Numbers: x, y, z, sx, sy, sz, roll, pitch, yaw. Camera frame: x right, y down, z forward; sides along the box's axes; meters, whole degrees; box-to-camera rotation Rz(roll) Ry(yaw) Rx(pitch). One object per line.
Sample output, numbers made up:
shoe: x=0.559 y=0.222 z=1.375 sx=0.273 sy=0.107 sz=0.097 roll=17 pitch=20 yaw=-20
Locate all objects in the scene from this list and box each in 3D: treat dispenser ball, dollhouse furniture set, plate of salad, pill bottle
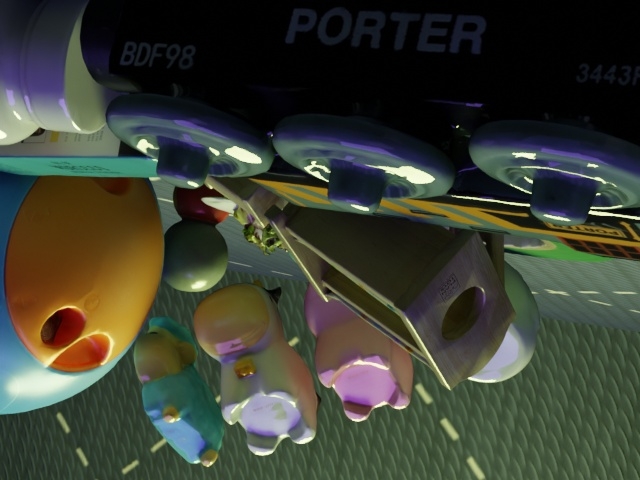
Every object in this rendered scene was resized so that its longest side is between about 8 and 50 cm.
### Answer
treat dispenser ball: x=-0.278 y=0.005 z=1.124 sx=0.288 sy=0.288 sz=0.288 roll=10 pitch=174 yaw=1
dollhouse furniture set: x=0.052 y=-0.036 z=0.755 sx=0.182 sy=0.161 sz=0.101 roll=35 pitch=166 yaw=37
plate of salad: x=0.007 y=0.000 z=0.969 sx=0.199 sy=0.048 sz=0.200 roll=11 pitch=177 yaw=1
pill bottle: x=-0.217 y=-0.114 z=0.791 sx=0.180 sy=0.108 sz=0.108 roll=9 pitch=173 yaw=17

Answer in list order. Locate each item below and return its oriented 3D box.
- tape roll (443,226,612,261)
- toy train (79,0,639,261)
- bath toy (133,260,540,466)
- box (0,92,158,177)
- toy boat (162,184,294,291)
tape roll: x=0.059 y=-0.054 z=0.943 sx=0.321 sy=0.077 sz=0.321 roll=12 pitch=178 yaw=1
toy train: x=0.056 y=-0.064 z=0.585 sx=0.333 sy=0.142 sz=0.190 roll=7 pitch=167 yaw=30
bath toy: x=0.015 y=0.078 z=1.137 sx=0.348 sy=0.129 sz=0.151 roll=-16 pitch=125 yaw=15
box: x=-0.159 y=-0.097 z=0.887 sx=0.244 sy=0.101 sz=0.060 roll=4 pitch=173 yaw=45
toy boat: x=0.000 y=0.000 z=1.261 sx=0.318 sy=0.148 sz=0.267 roll=13 pitch=173 yaw=-24
